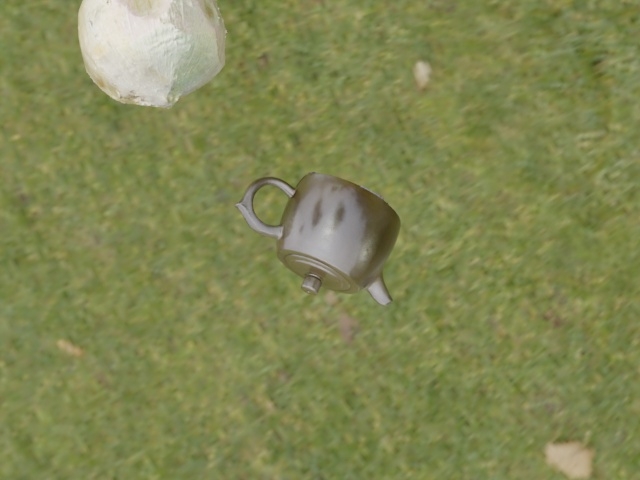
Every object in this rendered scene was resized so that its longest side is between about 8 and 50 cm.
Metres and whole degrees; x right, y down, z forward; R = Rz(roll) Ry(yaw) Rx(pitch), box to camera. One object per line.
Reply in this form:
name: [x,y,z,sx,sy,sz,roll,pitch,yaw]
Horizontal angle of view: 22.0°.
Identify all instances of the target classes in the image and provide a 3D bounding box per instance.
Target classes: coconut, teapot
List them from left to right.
coconut: [-0.201,-0.244,1.959,0.194,0.194,0.194,10,111,29]
teapot: [0.000,0.000,1.070,0.121,0.068,0.076,29,162,-11]
